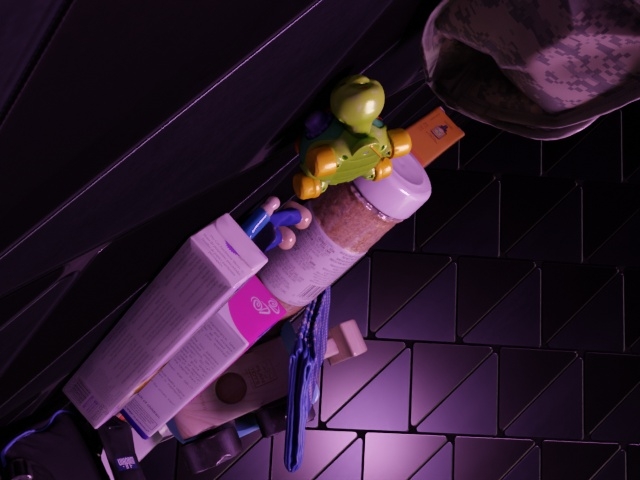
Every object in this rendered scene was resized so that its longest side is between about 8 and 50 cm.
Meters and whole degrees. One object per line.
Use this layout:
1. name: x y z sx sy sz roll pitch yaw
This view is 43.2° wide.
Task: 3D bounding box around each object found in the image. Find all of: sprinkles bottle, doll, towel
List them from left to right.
1. doll: -0.077 0.001 0.907 0.129 0.046 0.189 -52 169 30
2. towel: -0.008 0.187 1.345 0.336 0.040 0.243 -71 168 -60
3. sprinkles bottle: 0.000 0.000 1.187 0.355 0.121 0.121 -43 177 30

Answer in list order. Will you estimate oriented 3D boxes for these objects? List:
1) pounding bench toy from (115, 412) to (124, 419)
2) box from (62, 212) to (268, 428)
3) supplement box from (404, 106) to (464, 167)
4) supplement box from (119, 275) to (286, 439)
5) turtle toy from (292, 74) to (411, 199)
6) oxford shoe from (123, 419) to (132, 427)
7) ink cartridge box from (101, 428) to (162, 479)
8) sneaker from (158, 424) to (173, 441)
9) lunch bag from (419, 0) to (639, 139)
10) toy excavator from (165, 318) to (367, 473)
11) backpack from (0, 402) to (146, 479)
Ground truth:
1. pounding bench toy: -0.305 0.237 1.187 0.052 0.065 0.083 -42 177 8
2. box: -0.172 0.095 0.844 0.324 0.067 0.063 -45 176 38
3. supplement box: 0.180 -0.172 1.486 0.080 0.078 0.233 -44 176 39
4. supplement box: -0.164 0.128 0.998 0.220 0.114 0.111 -45 175 29
5. turtle toy: 0.023 -0.089 0.684 0.095 0.066 0.130 -16 165 -20
6. oxford shoe: -0.291 0.224 1.274 0.227 0.083 0.096 -40 154 -10
7. ink cartridge box: -0.433 0.408 1.400 0.226 0.131 0.306 -42 179 7
8. sneaker: -0.378 0.379 1.683 0.330 0.122 0.146 -37 165 12
9. lunch bag: 0.222 -0.211 0.622 0.235 0.169 0.287 -45 -174 -13
10. toy excavator: -0.102 0.260 1.628 0.432 0.223 0.445 -23 174 -7
11. backpack: -0.300 0.345 0.882 0.213 0.263 0.276 -34 179 7
